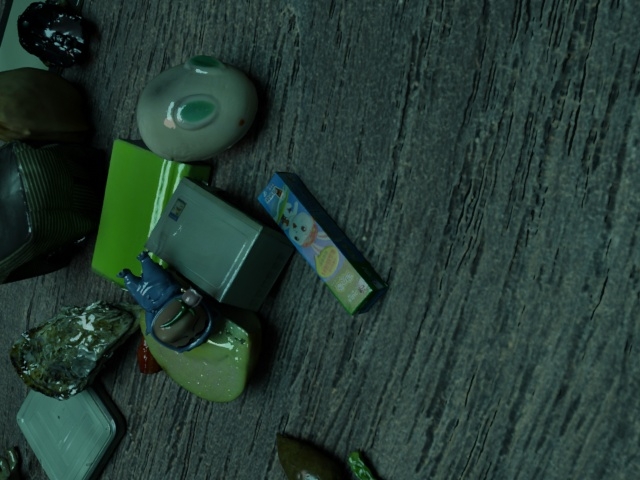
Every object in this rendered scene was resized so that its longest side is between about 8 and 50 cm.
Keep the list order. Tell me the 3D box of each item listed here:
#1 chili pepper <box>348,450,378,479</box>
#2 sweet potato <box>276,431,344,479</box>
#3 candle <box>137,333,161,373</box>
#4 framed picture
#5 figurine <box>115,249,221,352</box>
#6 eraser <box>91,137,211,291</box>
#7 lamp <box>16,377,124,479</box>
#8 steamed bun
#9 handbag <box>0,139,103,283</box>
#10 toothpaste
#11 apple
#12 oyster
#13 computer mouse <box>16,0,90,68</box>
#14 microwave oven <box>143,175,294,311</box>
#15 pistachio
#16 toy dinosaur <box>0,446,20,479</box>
[{"bbox_3d":[0.075,0.374,1.257,0.034,0.030,0.091,-47,66,3],"label":"chili pepper"},{"bbox_3d":[0.008,0.394,1.281,0.269,0.074,0.075,26,109,34],"label":"sweet potato"},{"bbox_3d":[-0.330,0.185,1.544,0.053,0.048,0.162,9,99,7],"label":"candle"},{"bbox_3d":[-0.656,-0.437,1.769,0.265,0.016,0.347,39,115,29],"label":"framed picture"},{"bbox_3d":[-0.245,0.103,1.254,0.178,0.114,0.144,49,167,-7],"label":"figurine"},{"bbox_3d":[-0.325,-0.040,1.498,0.210,0.092,0.274,22,105,34],"label":"eraser"},{"bbox_3d":[-0.556,0.400,1.735,0.269,0.047,0.267,46,115,27],"label":"lamp"},{"bbox_3d":[-0.221,-0.231,1.348,0.228,0.130,0.177,-4,64,30],"label":"steamed bun"},{"bbox_3d":[-0.583,-0.054,1.602,0.340,0.240,0.247,-29,74,35],"label":"handbag"},{"bbox_3d":[0.000,0.000,1.272,0.267,0.050,0.065,51,118,22],"label":"toothpaste"},{"bbox_3d":[-0.210,0.171,1.404,0.264,0.120,0.193,29,116,24],"label":"apple"},{"bbox_3d":[-0.490,0.211,1.603,0.350,0.158,0.162,-29,115,21],"label":"oyster"},{"bbox_3d":[-0.572,-0.435,1.649,0.241,0.077,0.147,26,110,33],"label":"computer mouse"},{"bbox_3d":[-0.168,0.008,1.342,0.205,0.129,0.163,32,94,32],"label":"microwave oven"},{"bbox_3d":[-0.601,-0.272,1.591,0.212,0.260,0.163,35,104,21],"label":"pistachio"},{"bbox_3d":[-0.768,0.587,1.902,0.294,0.077,0.162,-10,92,52],"label":"toy dinosaur"}]
